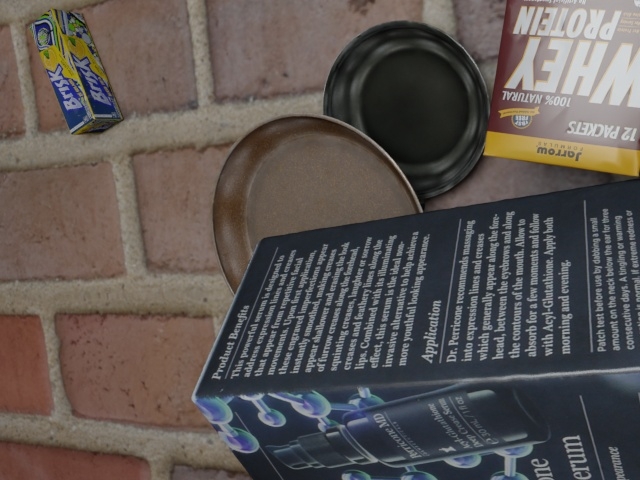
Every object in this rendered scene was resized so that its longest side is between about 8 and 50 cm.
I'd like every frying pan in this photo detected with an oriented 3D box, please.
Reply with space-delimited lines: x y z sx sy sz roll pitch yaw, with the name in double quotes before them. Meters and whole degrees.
"frying pan" 0.121 -0.085 0.812 0.197 0.053 0.326 -20 98 33

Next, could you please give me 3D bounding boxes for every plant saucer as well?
"plant saucer" 0.000 0.000 0.862 0.310 0.050 0.311 12 113 30

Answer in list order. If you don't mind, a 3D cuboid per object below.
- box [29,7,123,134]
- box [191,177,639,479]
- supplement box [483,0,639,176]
"box" -0.344 -0.236 1.017 0.054 0.059 0.169 -25 86 30
"box" 0.139 0.143 0.672 0.395 0.212 0.293 -9 128 25
"supplement box" 0.248 -0.167 0.658 0.129 0.191 0.194 12 103 25
